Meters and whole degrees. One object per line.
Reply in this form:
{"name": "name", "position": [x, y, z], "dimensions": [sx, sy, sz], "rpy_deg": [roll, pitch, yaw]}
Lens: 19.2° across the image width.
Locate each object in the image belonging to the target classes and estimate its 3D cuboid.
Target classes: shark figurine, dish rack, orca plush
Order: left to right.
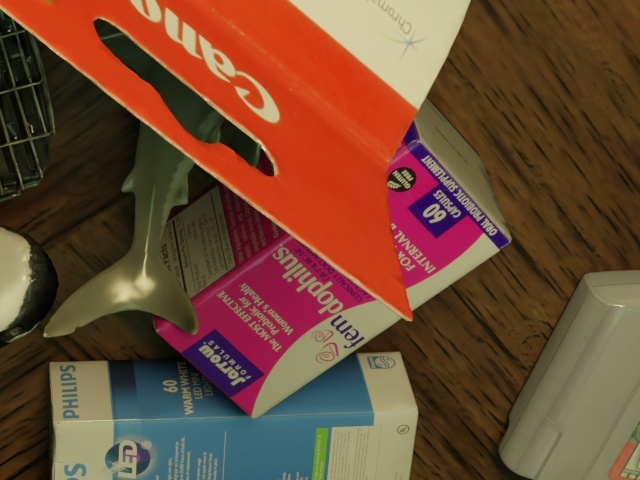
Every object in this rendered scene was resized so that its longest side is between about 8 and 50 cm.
{"name": "dish rack", "position": [-0.308, -0.094, 1.175], "dimensions": [0.271, 0.074, 0.208], "rpy_deg": [-14, 126, -3]}
{"name": "orca plush", "position": [-0.285, 0.075, 1.267], "dimensions": [0.287, 0.151, 0.102], "rpy_deg": [-32, 146, 13]}
{"name": "shark figurine", "position": [-0.103, -0.077, 1.171], "dimensions": [0.116, 0.166, 0.278], "rpy_deg": [11, 130, -26]}

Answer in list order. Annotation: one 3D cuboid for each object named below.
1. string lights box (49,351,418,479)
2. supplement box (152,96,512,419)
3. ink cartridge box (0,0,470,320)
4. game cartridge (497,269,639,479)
{"name": "string lights box", "position": [-0.067, 0.158, 1.384], "dimensions": [0.260, 0.077, 0.133], "rpy_deg": [-1, 124, -10]}
{"name": "supplement box", "position": [0.000, 0.000, 1.270], "dimensions": [0.220, 0.114, 0.111], "rpy_deg": [-35, 124, 15]}
{"name": "ink cartridge box", "position": [-0.039, -0.183, 0.970], "dimensions": [0.091, 0.385, 0.308], "rpy_deg": [-36, 123, 25]}
{"name": "game cartridge", "position": [0.305, 0.122, 1.447], "dimensions": [0.294, 0.060, 0.196], "rpy_deg": [13, 116, -19]}
